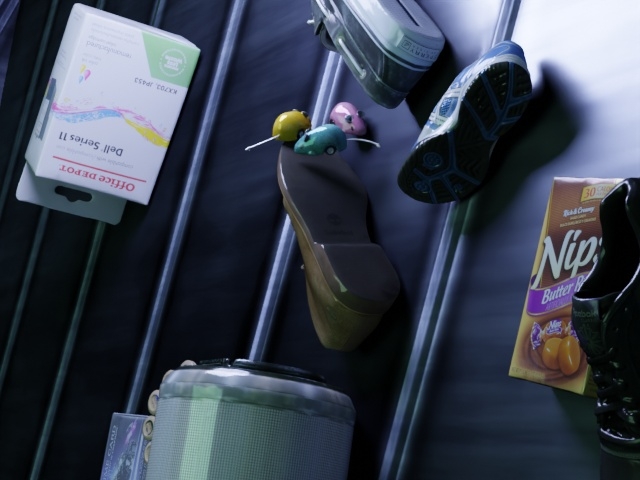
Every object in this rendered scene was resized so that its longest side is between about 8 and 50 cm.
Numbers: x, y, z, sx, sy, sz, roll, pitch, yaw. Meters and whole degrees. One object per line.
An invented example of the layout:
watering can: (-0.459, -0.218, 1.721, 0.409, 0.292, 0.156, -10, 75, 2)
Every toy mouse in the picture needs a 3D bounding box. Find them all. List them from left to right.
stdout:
toy mouse: (0.013, -0.137, 1.563, 0.143, 0.161, 0.031, 16, 124, 37)

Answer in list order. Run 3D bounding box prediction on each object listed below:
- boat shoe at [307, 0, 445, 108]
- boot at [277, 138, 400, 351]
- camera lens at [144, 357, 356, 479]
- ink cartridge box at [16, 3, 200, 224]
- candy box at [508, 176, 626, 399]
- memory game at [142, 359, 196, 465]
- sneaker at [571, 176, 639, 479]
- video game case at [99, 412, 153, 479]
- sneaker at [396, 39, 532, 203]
boat shoe: (0.034, -0.283, 1.572, 0.119, 0.121, 0.335, -56, 35, 24)
boot: (0.000, 0.000, 1.526, 0.305, 0.112, 0.115, -108, 32, -43)
camera lens: (-0.083, 0.275, 1.405, 0.219, 0.219, 0.274, -14, 65, 59)
ink cartridge box: (-0.360, -0.192, 2.164, 0.119, 0.207, 0.353, 42, 115, 61)
candy box: (0.232, 0.040, 1.123, 0.109, 0.053, 0.187, 7, 81, 63)
memory game: (-0.191, 0.257, 1.797, 0.186, 0.012, 0.186, -21, 60, 42)
sneaker: (0.237, 0.091, 1.009, 0.107, 0.124, 0.283, -3, 75, 62)
video game case: (-0.269, 0.358, 1.920, 0.274, 0.026, 0.196, -10, 68, 61)
sneaker: (0.153, -0.118, 1.341, 0.211, 0.080, 0.081, -49, 15, 38)
